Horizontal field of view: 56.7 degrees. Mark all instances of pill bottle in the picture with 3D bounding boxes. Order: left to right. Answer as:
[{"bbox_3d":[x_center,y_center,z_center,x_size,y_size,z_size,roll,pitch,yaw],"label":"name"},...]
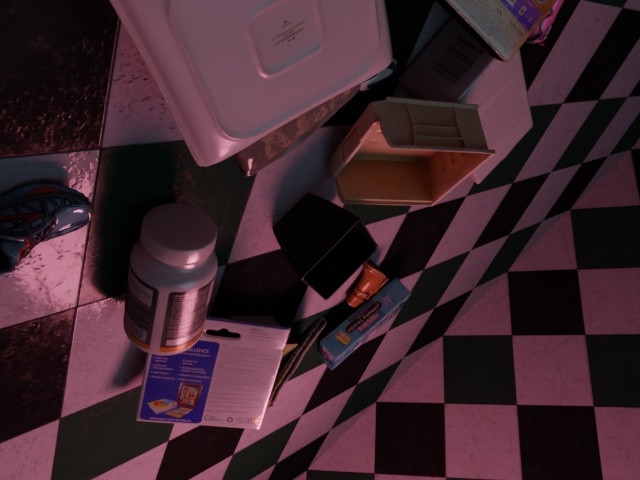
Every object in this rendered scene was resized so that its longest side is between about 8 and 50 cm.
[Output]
[{"bbox_3d":[-0.284,0.076,1.127,0.162,0.162,0.278,-20,143,-40],"label":"pill bottle"}]

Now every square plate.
[{"bbox_3d":[-0.055,-0.276,0.760,0.347,0.049,0.344,-31,147,-9],"label":"square plate"}]

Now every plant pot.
[{"bbox_3d":[0.000,0.000,1.415,0.188,0.167,0.187,-44,153,-2],"label":"plant pot"}]

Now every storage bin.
[{"bbox_3d":[0.186,-0.185,1.298,0.260,0.123,0.262,-1,160,-21],"label":"storage bin"}]

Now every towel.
[{"bbox_3d":[-0.103,0.385,1.707,0.324,0.056,0.312,-53,180,-28],"label":"towel"}]

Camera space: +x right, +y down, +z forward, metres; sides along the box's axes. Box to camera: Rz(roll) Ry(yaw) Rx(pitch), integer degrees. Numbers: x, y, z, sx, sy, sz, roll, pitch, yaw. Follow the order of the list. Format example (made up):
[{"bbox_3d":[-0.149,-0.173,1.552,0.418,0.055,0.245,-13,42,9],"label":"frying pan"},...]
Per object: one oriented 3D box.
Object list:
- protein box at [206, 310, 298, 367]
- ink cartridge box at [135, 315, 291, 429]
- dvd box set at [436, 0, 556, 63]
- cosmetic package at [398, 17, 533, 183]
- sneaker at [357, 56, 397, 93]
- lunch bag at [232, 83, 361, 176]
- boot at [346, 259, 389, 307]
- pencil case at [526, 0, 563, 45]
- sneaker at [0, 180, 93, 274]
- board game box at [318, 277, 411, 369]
[{"bbox_3d":[-0.208,0.301,1.559,0.200,0.136,0.201,-54,151,14],"label":"protein box"},{"bbox_3d":[-0.252,0.296,1.382,0.304,0.072,0.307,10,111,-16],"label":"ink cartridge box"},{"bbox_3d":[0.388,-0.602,1.119,0.308,0.062,0.420,30,104,-30],"label":"dvd box set"},{"bbox_3d":[0.383,-0.344,1.493,0.230,0.161,0.453,-47,152,4],"label":"cosmetic package"},{"bbox_3d":[0.093,-0.373,1.129,0.153,0.094,0.235,-25,146,-37],"label":"sneaker"},{"bbox_3d":[-0.063,-0.286,0.949,0.287,0.169,0.235,-34,149,-13],"label":"lunch bag"},{"bbox_3d":[0.139,0.147,1.909,0.152,0.073,0.197,-42,150,2],"label":"boot"},{"bbox_3d":[0.559,-0.597,1.472,0.095,0.098,0.209,-22,143,-38],"label":"pencil case"},{"bbox_3d":[-0.443,0.001,0.848,0.262,0.125,0.104,-20,143,-40],"label":"sneaker"},{"bbox_3d":[0.145,0.292,2.040,0.336,0.079,0.254,-39,165,-15],"label":"board game box"}]
